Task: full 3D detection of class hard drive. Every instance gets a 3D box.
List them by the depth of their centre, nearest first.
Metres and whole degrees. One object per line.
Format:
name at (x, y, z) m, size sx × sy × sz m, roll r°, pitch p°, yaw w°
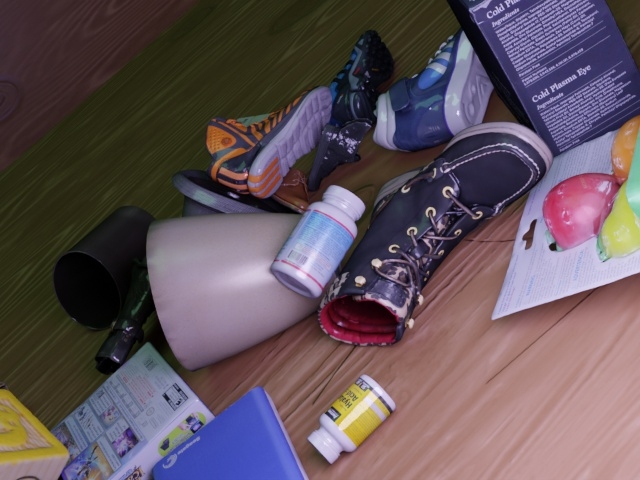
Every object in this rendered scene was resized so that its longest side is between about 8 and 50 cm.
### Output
hard drive at (-0.121, 0.353, 1.347) m, size 0.210 × 0.040 × 0.319 m, roll -38°, pitch 28°, yaw 0°

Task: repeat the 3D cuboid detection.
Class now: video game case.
video game case at (-0.319, 0.311, 1.616) m, size 0.244 × 0.061 × 0.269 m, roll -42°, pitch 28°, yaw -11°

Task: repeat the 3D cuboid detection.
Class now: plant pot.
plant pot at (-0.108, 0.057, 1.600) m, size 0.274 × 0.256 × 0.256 m, roll -14°, pitch 32°, yaw 6°

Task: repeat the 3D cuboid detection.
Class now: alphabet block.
alphabet block at (-0.553, 0.367, 1.545) m, size 0.193 × 0.192 × 0.197 m, roll 34°, pitch 102°, yaw 27°

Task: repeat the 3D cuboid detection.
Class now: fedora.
fedora at (-0.182, -0.037, 1.865) m, size 0.275 × 0.243 × 0.124 m, roll -131°, pitch 62°, yaw -72°

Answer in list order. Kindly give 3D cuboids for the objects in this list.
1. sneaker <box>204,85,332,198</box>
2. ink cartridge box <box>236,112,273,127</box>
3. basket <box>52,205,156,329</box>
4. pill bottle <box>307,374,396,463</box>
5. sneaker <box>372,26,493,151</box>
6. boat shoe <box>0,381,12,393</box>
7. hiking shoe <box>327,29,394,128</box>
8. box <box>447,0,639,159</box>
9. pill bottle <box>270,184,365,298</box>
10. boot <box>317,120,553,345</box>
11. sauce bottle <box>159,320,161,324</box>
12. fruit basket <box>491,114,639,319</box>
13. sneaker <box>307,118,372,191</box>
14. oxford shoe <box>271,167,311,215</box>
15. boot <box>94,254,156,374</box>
sneaker at (-0.114, -0.218, 1.911) m, size 0.180 × 0.125 × 0.321 m, roll 18°, pitch 45°, yaw 25°
ink cartridge box at (-0.145, -0.230, 2.219) m, size 0.181 × 0.061 × 0.104 m, roll 0°, pitch 46°, yaw 49°
basket at (-0.434, 0.039, 2.048) m, size 0.154 × 0.204 × 0.227 m, roll 16°, pitch 40°, yaw 11°
pill bottle at (0.039, 0.240, 1.307) m, size 0.116 × 0.065 × 0.065 m, roll -44°, pitch 29°, yaw -11°
sneaker at (0.206, -0.299, 1.845) m, size 0.236 × 0.130 × 0.323 m, roll -7°, pitch 46°, yaw 37°
boat shoe at (-0.644, 0.338, 1.906) m, size 0.120 × 0.123 × 0.324 m, roll -37°, pitch 36°, yaw -9°
hiking shoe at (0.068, -0.344, 2.089) m, size 0.132 × 0.113 × 0.304 m, roll -19°, pitch 33°, yaw 30°
box at (0.338, -0.333, 1.555) m, size 0.179 × 0.312 × 0.343 m, roll -32°, pitch 29°, yaw 10°
pill bottle at (0.000, 0.000, 1.475) m, size 0.087 × 0.087 × 0.160 m, roll 10°, pitch 63°, yaw 54°
boot at (0.154, -0.002, 1.418) m, size 0.377 × 0.138 × 0.284 m, roll -23°, pitch 30°, yaw 54°
sauce bottle at (-0.273, 0.113, 1.877) m, size 0.042 × 0.042 × 0.128 m, roll -22°, pitch 34°, yaw 26°
fruit basket at (0.402, -0.050, 1.276) m, size 0.353 × 0.165 × 0.327 m, roll -32°, pitch 24°, yaw 45°
sneaker at (0.036, -0.162, 1.892) m, size 0.051 × 0.089 × 0.170 m, roll -67°, pitch -6°, yaw -66°
oxford shoe at (-0.054, -0.099, 1.891) m, size 0.076 × 0.076 × 0.212 m, roll -52°, pitch 27°, yaw 7°
boot at (-0.363, 0.146, 1.855) m, size 0.229 × 0.091 × 0.263 m, roll -63°, pitch 9°, yaw -17°
